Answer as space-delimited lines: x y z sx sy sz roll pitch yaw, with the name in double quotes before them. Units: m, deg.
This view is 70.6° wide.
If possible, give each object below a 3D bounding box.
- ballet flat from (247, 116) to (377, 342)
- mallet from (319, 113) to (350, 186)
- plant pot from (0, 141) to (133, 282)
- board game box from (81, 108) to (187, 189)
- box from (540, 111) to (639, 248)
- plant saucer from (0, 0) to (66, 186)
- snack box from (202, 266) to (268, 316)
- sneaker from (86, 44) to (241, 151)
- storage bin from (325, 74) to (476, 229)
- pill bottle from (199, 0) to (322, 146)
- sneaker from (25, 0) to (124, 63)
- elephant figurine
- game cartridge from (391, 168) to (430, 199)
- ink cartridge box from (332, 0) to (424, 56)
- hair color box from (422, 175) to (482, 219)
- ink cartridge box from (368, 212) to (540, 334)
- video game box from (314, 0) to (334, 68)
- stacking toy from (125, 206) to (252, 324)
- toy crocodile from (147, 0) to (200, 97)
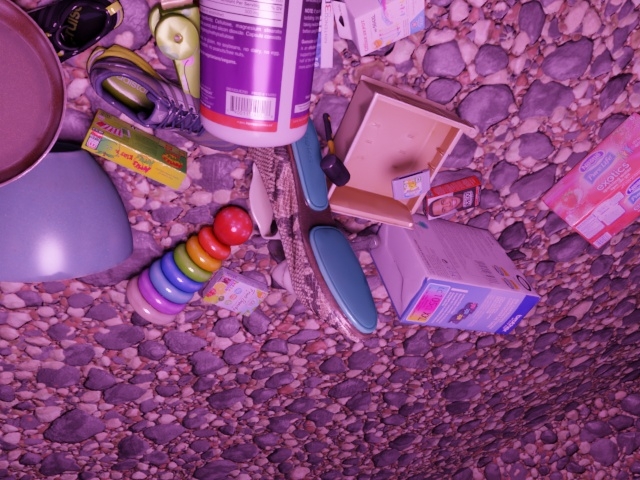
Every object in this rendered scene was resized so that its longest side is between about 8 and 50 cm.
"ballet flat" -0.040 -0.023 0.886 0.182 0.483 0.164 -25 167 31
"mallet" 0.016 -0.192 0.888 0.039 0.190 0.062 -25 145 21
"plant pot" -0.494 -0.072 0.814 0.290 0.290 0.196 2 108 -16
"board game box" -0.349 -0.174 0.869 0.181 0.092 0.043 25 119 -30
"box" 0.754 -0.148 1.158 0.154 0.142 0.300 26 117 -31
"plant saucer" -0.541 -0.221 0.664 0.310 0.050 0.311 -1 93 -17
"snack box" -0.222 0.136 1.185 0.141 0.037 0.100 28 117 -32
"sneaker" -0.274 -0.233 0.822 0.299 0.121 0.111 20 120 -28
"storage bin" 0.156 -0.179 0.983 0.260 0.123 0.262 12 123 -23
"pill bottle" -0.093 -0.321 0.695 0.181 0.181 0.323 0 121 -15
"sneaker" -0.423 -0.331 0.720 0.234 0.097 0.084 -27 129 7
"elephant figurine" 0.000 0.000 1.078 0.169 0.239 0.186 -27 95 38
"game cartridge" 0.192 -0.116 0.954 0.083 0.017 0.056 -17 134 -2
"ink cartridge box" 0.098 -0.403 0.791 0.143 0.090 0.092 -24 157 4
"hair color box" 0.330 -0.107 1.139 0.141 0.043 0.072 -16 131 -2
"ink cartridge box" 0.354 0.084 1.149 0.395 0.270 0.151 9 126 -21
"video game box" -0.077 -0.398 0.796 0.205 0.048 0.187 -7 126 -10
"stacking toy" -0.290 0.044 1.050 0.330 0.141 0.141 -42 127 9
"toy crocodile" -0.229 -0.396 0.702 0.105 0.115 0.341 -18 126 -15
